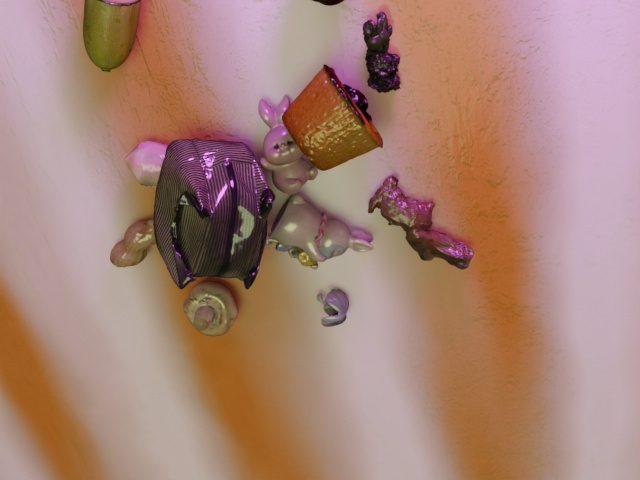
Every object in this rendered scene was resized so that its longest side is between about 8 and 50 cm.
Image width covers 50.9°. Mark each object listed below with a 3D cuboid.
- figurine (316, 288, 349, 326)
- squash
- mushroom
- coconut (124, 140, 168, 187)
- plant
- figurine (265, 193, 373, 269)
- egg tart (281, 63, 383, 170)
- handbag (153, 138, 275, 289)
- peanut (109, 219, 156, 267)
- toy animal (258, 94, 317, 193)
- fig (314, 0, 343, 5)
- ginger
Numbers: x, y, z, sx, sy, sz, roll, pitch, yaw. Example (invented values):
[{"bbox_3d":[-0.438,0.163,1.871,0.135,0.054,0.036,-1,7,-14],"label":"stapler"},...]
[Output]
[{"bbox_3d":[0.038,0.175,1.763,0.094,0.086,0.082,7,150,-43],"label":"figurine"},{"bbox_3d":[-0.456,-0.457,1.462,0.123,0.123,0.187,17,124,-1],"label":"squash"},{"bbox_3d":[-0.296,0.185,1.795,0.154,0.122,0.154,8,121,13],"label":"mushroom"},{"bbox_3d":[-0.408,-0.183,1.615,0.124,0.110,0.110,11,121,-5],"label":"coconut"},{"bbox_3d":[0.127,-0.394,1.425,0.085,0.087,0.174,-22,123,-13],"label":"plant"},{"bbox_3d":[0.000,0.000,1.640,0.235,0.127,0.155,28,102,-10],"label":"figurine"},{"bbox_3d":[0.028,-0.251,1.426,0.170,0.215,0.215,-37,108,10],"label":"egg tart"},{"bbox_3d":[-0.248,-0.048,1.561,0.247,0.240,0.341,2,126,-25],"label":"handbag"},{"bbox_3d":[-0.477,0.007,1.750,0.082,0.082,0.187,39,117,-13],"label":"peanut"},{"bbox_3d":[-0.087,-0.217,1.535,0.124,0.124,0.213,-10,121,15],"label":"toy animal"},{"bbox_3d":[0.031,-0.584,1.308,0.149,0.149,0.245,28,108,-7],"label":"fig"},{"bbox_3d":[0.244,-0.032,1.616,0.290,0.084,0.122,41,96,-10],"label":"ginger"}]
